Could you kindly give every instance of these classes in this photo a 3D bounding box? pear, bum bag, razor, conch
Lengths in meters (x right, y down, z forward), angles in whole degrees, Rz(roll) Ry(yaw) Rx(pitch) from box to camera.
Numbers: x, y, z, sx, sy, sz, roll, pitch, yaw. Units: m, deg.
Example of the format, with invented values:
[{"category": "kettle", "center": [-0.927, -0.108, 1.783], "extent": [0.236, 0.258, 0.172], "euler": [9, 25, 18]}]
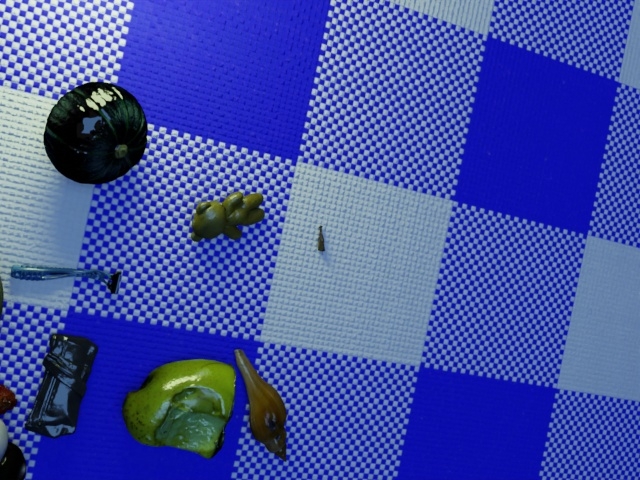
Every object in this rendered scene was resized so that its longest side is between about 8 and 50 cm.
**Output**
[{"category": "pear", "center": [-0.355, 0.403, 1.856], "extent": [0.255, 0.164, 0.238], "euler": [19, 89, -19]}, {"category": "bum bag", "center": [-0.630, 0.353, 1.804], "extent": [0.123, 0.060, 0.248], "euler": [18, 85, -21]}, {"category": "razor", "center": [-0.619, 0.086, 1.803], "extent": [0.253, 0.042, 0.082], "euler": [5, 132, -19]}, {"category": "conch", "center": [-0.151, 0.440, 1.967], "extent": [0.109, 0.093, 0.330], "euler": [-21, 99, -11]}]

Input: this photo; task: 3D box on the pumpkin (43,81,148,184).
[{"category": "pumpkin", "center": [-0.543, -0.263, 1.731], "extent": [0.248, 0.248, 0.248], "euler": [-1, 94, -20]}]

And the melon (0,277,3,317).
[{"category": "melon", "center": [-0.833, 0.161, 1.622], "extent": [0.249, 0.248, 0.329], "euler": [14, 91, -20]}]

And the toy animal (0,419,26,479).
[{"category": "toy animal", "center": [-0.786, 0.491, 1.668], "extent": [0.187, 0.165, 0.235], "euler": [-30, 129, -18]}]

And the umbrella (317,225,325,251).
[{"category": "umbrella", "center": [0.002, 0.000, 2.036], "extent": [0.020, 0.031, 0.083], "euler": [2, 90, 11]}]

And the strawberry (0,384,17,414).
[{"category": "strawberry", "center": [-0.819, 0.371, 1.723], "extent": [0.140, 0.085, 0.192], "euler": [-47, 109, -14]}]

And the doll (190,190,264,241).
[{"category": "doll", "center": [-0.242, -0.069, 1.920], "extent": [0.209, 0.097, 0.137], "euler": [-15, 130, -34]}]
